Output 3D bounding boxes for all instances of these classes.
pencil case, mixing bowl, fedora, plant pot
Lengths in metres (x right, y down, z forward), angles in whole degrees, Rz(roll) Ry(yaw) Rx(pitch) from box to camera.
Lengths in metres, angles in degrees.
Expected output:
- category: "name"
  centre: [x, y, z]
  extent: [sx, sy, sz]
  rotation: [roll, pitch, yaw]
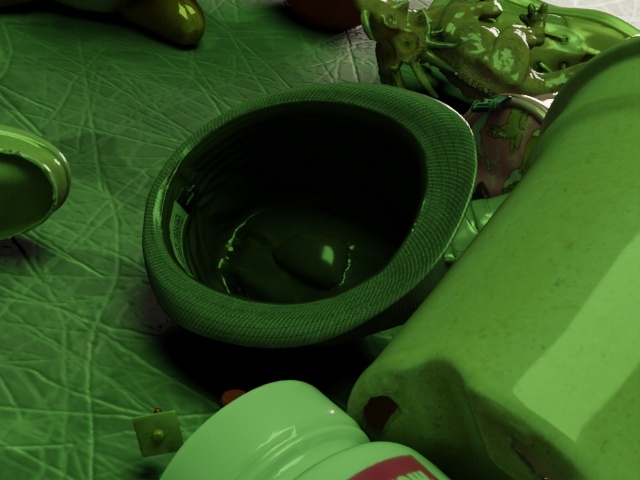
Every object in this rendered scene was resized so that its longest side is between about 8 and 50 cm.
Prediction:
- category: "pencil case"
  centre: [0.291, -0.104, 1.265]
  extent: [0.386, 0.160, 0.167]
  rotation: [-20, 77, -44]
- category: "mixing bowl"
  centre: [0.018, -0.336, 1.566]
  extent: [0.181, 0.098, 0.181]
  rotation: [12, 30, -7]
- category: "fedora"
  centre: [0.000, 0.000, 0.932]
  extent: [0.275, 0.124, 0.243]
  rotation: [3, 57, 26]
- category: "plant pot"
  centre: [0.195, 0.082, 0.769]
  extent: [0.334, 0.334, 0.305]
  rotation: [33, 54, 26]

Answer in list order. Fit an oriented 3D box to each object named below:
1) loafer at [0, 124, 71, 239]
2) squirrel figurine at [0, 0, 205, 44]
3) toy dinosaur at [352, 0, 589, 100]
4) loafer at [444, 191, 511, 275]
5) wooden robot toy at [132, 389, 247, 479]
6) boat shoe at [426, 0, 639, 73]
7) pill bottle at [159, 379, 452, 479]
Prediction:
- category: "loafer"
  centre: [-0.323, -0.026, 0.917]
  extent: [0.268, 0.102, 0.092]
  rotation: [-5, 37, -15]
- category: "squirrel figurine"
  centre: [-0.234, -0.475, 1.409]
  extent: [0.281, 0.370, 0.397]
  rotation: [11, 31, -7]
- category: "toy dinosaur"
  centre: [0.177, -0.206, 1.397]
  extent: [0.296, 0.127, 0.200]
  rotation: [23, 31, 13]
- category: "loafer"
  centre: [0.146, 0.003, 1.063]
  extent: [0.319, 0.111, 0.112]
  rotation: [9, 31, -12]
- category: "wooden robot toy"
  centre: [-0.039, 0.130, 0.820]
  extent: [0.173, 0.076, 0.079]
  rotation: [13, 20, -5]
- category: "boat shoe"
  centre: [0.289, -0.232, 1.531]
  extent: [0.341, 0.121, 0.110]
  rotation: [27, 69, 23]
- category: "pill bottle"
  centre: [0.042, 0.209, 0.634]
  extent: [0.160, 0.160, 0.283]
  rotation: [-16, 43, -42]
